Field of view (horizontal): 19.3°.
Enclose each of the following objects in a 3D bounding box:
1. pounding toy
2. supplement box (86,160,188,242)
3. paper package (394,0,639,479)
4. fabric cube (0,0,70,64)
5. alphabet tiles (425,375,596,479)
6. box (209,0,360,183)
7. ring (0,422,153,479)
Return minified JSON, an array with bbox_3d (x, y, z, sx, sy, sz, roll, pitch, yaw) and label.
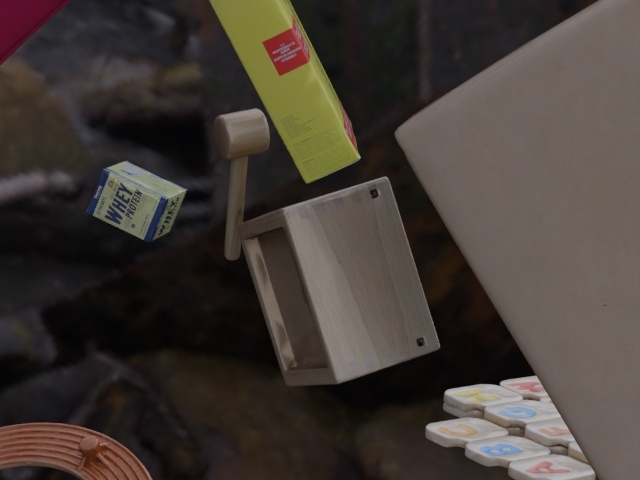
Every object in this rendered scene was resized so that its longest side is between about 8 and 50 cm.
[{"bbox_3d":[-0.004,-0.005,1.377,0.094,0.181,0.206,-17,90,-18],"label":"pounding toy"},{"bbox_3d":[-0.208,-0.045,2.142,0.083,0.056,0.083,25,14,8],"label":"supplement box"},{"bbox_3d":[0.262,-0.014,1.151,0.324,0.309,0.168,59,34,0],"label":"paper package"},{"bbox_3d":[-0.323,-0.266,1.316,0.259,0.254,0.258,44,-5,26],"label":"fabric cube"},{"bbox_3d":[0.248,0.173,1.706,0.278,0.021,0.284,-5,15,-35],"label":"alphabet tiles"},{"bbox_3d":[-0.040,-0.169,1.661,0.087,0.058,0.232,-101,165,-62],"label":"box"},{"bbox_3d":[-0.331,0.301,1.931,0.337,0.032,0.336,-8,38,6],"label":"ring"}]
